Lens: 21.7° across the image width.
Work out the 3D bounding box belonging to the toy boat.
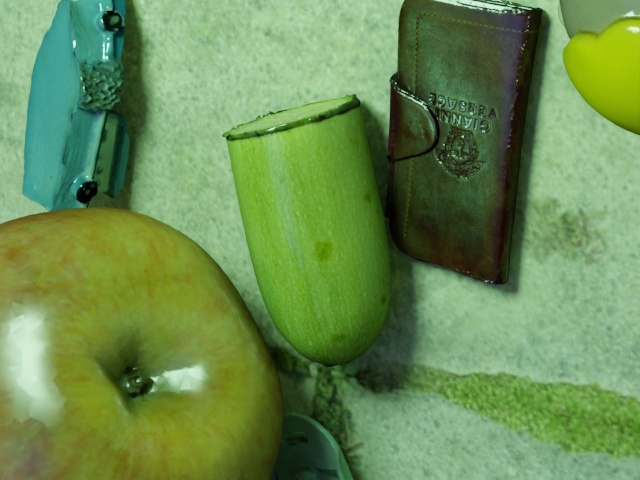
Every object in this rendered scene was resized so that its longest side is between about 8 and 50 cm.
[{"bbox_3d":[-0.229,-0.141,1.659,0.109,0.098,0.238,28,115,41],"label":"toy boat"}]

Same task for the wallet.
[{"bbox_3d":[0.119,-0.093,1.483,0.137,0.031,0.255,16,115,28],"label":"wallet"}]

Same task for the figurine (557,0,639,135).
[{"bbox_3d":[0.235,-0.235,1.278,0.215,0.187,0.344,-45,73,23],"label":"figurine"}]

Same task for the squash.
[{"bbox_3d":[0.000,0.000,1.537,0.132,0.132,0.247,-5,105,34],"label":"squash"}]

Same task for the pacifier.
[{"bbox_3d":[-0.027,0.249,1.650,0.127,0.116,0.150,-6,107,48],"label":"pacifier"}]

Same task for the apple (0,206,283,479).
[{"bbox_3d":[-0.222,0.157,1.572,0.346,0.391,0.391,-32,88,49],"label":"apple"}]
